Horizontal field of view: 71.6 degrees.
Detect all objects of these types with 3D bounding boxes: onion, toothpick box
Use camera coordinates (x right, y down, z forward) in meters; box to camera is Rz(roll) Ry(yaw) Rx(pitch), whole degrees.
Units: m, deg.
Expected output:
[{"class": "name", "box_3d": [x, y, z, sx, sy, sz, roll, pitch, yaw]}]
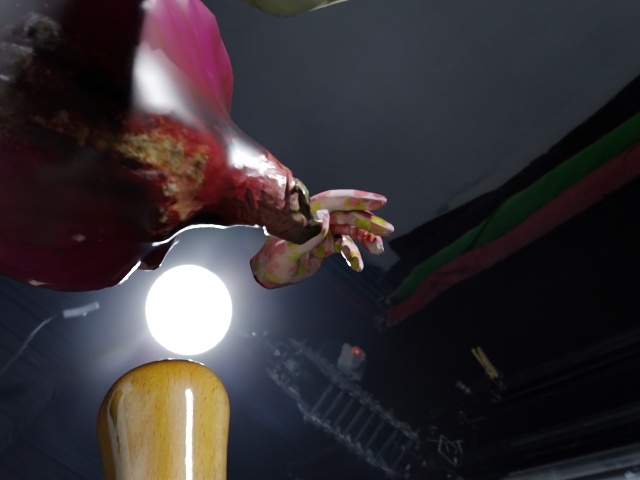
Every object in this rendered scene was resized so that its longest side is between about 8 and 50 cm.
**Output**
[{"class": "onion", "box_3d": [-0.192, -0.108, 0.521, 0.398, 0.421, 0.397, 20, 90, -79]}, {"class": "toothpick box", "box_3d": [-0.156, 0.281, 0.463, 0.192, 0.192, 0.294, -46, -142, 18]}]

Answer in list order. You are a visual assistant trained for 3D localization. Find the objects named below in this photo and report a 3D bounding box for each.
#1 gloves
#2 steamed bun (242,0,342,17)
[{"class": "gloves", "box_3d": [-0.002, -0.008, 0.677, 0.241, 0.145, 0.126, -40, -138, 25]}, {"class": "steamed bun", "box_3d": [-0.072, -0.290, 0.219, 0.220, 0.324, 0.309, -21, 163, -23]}]
